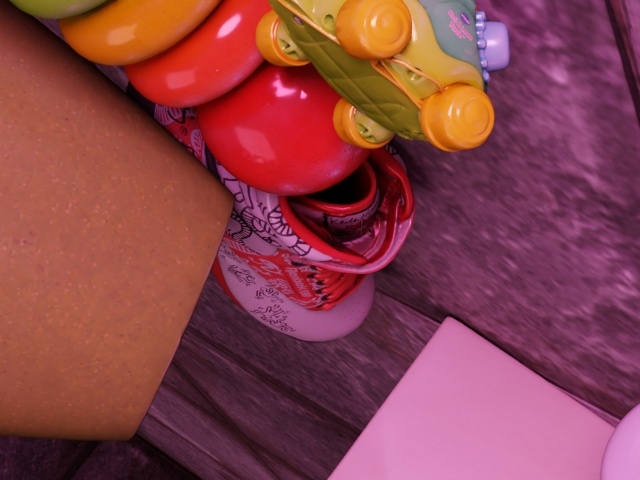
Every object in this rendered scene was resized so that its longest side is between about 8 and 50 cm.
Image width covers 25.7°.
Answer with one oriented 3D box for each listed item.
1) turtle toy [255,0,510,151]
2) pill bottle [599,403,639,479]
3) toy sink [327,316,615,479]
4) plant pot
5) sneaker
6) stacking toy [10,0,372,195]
[{"bbox_3d":[0.022,-0.089,0.543,0.130,0.066,0.095,46,164,-24],"label":"turtle toy"},{"bbox_3d":[0.210,0.157,0.763,0.103,0.103,0.184,30,163,29],"label":"pill bottle"},{"bbox_3d":[0.135,0.190,0.944,0.234,0.153,0.131,33,165,14],"label":"toy sink"},{"bbox_3d":[-0.201,-0.021,0.691,0.293,0.275,0.275,23,166,-6],"label":"plant pot"},{"bbox_3d":[-0.001,0.000,0.818,0.145,0.090,0.270,28,160,41],"label":"sneaker"},{"bbox_3d":[-0.090,-0.129,0.582,0.141,0.141,0.330,19,160,51],"label":"stacking toy"}]
